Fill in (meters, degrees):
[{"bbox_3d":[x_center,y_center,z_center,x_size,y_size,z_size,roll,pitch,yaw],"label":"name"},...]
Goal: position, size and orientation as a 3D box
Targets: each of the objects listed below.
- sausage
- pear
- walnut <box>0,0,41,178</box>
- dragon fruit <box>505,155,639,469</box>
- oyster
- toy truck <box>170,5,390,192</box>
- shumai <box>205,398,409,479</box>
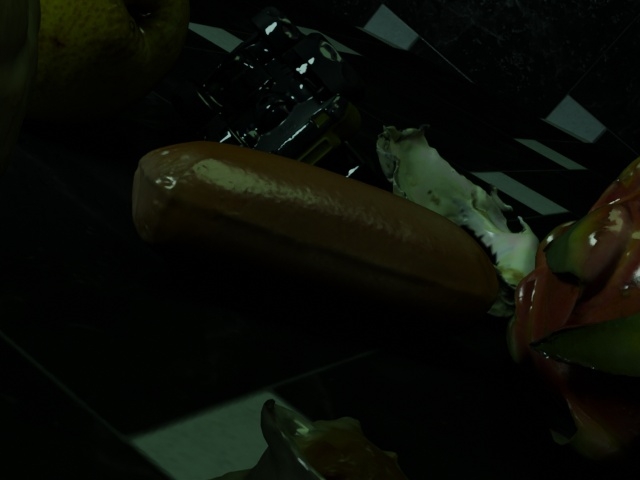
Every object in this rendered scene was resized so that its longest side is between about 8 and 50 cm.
[{"bbox_3d":[0.000,0.000,0.700,0.274,0.105,0.105,17,20,-24],"label":"sausage"},{"bbox_3d":[-0.206,-0.190,0.804,0.209,0.208,0.209,23,18,-8],"label":"pear"},{"bbox_3d":[-0.271,-0.115,0.317,0.381,0.381,0.381,23,18,-8],"label":"walnut"},{"bbox_3d":[0.237,0.055,0.686,0.224,0.227,0.224,13,58,-22],"label":"dragon fruit"},{"bbox_3d":[0.116,-0.011,0.864,0.209,0.072,0.132,34,34,-21],"label":"oyster"},{"bbox_3d":[-0.027,-0.101,0.918,0.165,0.147,0.224,46,4,-34],"label":"toy truck"},{"bbox_3d":[-0.015,0.114,0.324,0.146,0.116,0.145,15,26,-8],"label":"shumai"}]
